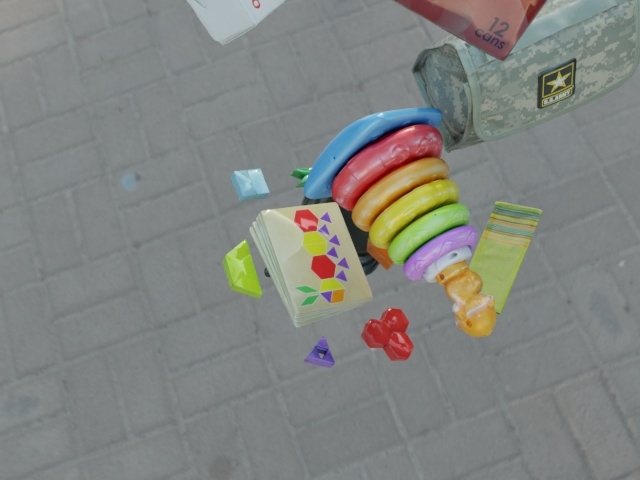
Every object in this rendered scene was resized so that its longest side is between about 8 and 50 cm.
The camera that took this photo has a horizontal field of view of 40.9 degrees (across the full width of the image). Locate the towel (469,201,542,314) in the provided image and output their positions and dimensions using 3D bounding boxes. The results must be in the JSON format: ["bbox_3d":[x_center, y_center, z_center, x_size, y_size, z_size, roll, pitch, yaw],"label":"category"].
[{"bbox_3d":[0.344,0.030,1.665,0.102,0.021,0.237,10,63,37],"label":"towel"}]

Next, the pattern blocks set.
[{"bbox_3d":[-0.009,0.033,1.270,0.286,0.026,0.324,1,63,-27],"label":"pattern blocks set"}]

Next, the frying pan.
[{"bbox_3d":[0.022,0.018,1.648,0.197,0.326,0.053,44,44,16],"label":"frying pan"}]

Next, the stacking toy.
[{"bbox_3d":[0.135,-0.011,1.085,0.166,0.175,0.301,-12,64,-46],"label":"stacking toy"}]

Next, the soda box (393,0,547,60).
[{"bbox_3d":[-0.016,-0.180,0.334,0.263,0.083,0.092,27,36,-9],"label":"soda box"}]

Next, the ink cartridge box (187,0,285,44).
[{"bbox_3d":[-0.087,-0.355,1.061,0.082,0.139,0.190,-11,31,46],"label":"ink cartridge box"}]

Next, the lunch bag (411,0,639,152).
[{"bbox_3d":[0.269,-0.234,1.127,0.235,0.287,0.168,-23,89,-2],"label":"lunch bag"}]
